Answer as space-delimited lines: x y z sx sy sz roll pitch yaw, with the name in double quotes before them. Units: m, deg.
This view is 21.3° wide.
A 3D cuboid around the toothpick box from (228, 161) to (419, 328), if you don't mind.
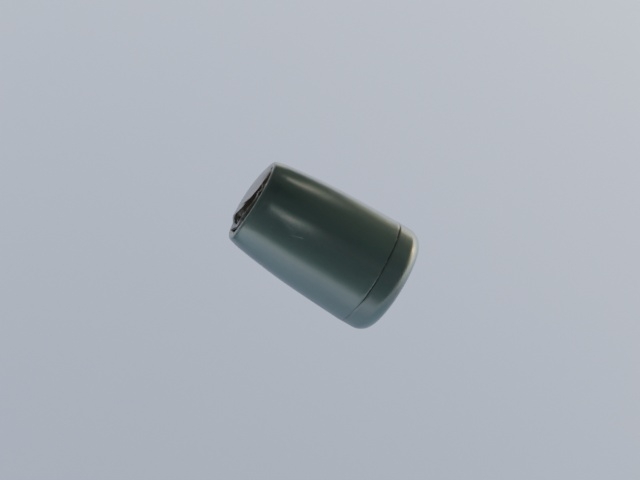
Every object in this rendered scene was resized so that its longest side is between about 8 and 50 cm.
"toothpick box" 0.000 0.000 1.781 0.184 0.120 0.120 32 -128 -10
